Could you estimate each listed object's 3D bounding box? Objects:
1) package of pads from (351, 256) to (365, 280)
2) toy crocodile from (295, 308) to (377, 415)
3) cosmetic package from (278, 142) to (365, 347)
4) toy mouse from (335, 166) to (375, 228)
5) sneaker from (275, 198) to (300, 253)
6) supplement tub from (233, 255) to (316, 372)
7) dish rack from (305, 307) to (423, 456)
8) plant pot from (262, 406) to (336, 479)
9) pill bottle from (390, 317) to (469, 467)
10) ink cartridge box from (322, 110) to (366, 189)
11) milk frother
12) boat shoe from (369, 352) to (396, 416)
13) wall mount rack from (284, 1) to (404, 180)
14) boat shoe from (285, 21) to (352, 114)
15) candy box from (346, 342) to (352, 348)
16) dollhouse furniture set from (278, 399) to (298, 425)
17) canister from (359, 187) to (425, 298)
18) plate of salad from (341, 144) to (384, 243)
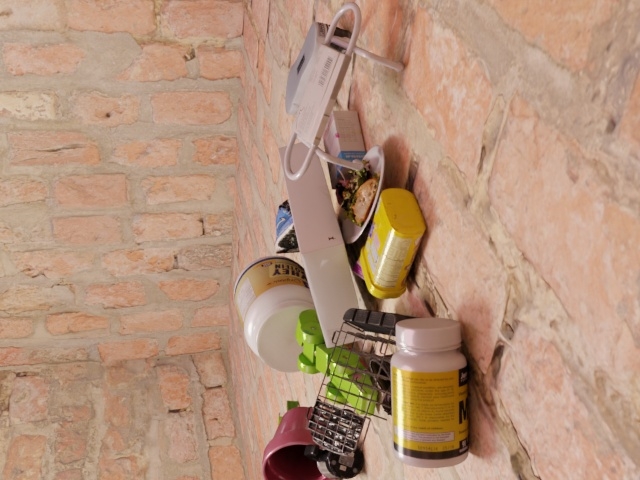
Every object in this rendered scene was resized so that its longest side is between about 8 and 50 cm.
[{"bbox_3d":[0.105,0.064,1.442,0.032,0.083,0.050,-48,-11,-32],"label":"package of pads"},{"bbox_3d":[0.033,0.274,1.687,0.340,0.105,0.115,38,132,50],"label":"toy crocodile"},{"bbox_3d":[0.000,0.000,1.616,0.377,0.097,0.284,-104,2,-50],"label":"cosmetic package"},{"bbox_3d":[0.073,-0.076,1.567,0.161,0.031,0.143,57,150,12],"label":"toy mouse"},{"bbox_3d":[-0.073,-0.054,2.031,0.330,0.130,0.147,146,118,-74],"label":"sneaker"},{"bbox_3d":[-0.105,0.196,1.994,0.316,0.228,0.228,-125,35,-64],"label":"supplement tub"},{"bbox_3d":[0.073,0.251,1.330,0.208,0.074,0.271,-4,65,64],"label":"dish rack"},{"bbox_3d":[-0.049,0.549,1.955,0.180,0.201,0.201,-87,2,-61],"label":"plant pot"},{"bbox_3d":[0.167,0.229,1.131,0.119,0.119,0.208,-165,72,-75],"label":"pill bottle"},{"bbox_3d":[0.050,-0.216,1.633,0.104,0.062,0.181,116,148,-60],"label":"ink cartridge box"},{"bbox_3d":[0.046,0.488,1.758,0.143,0.129,0.135,-52,-1,-22],"label":"milk frother"},{"bbox_3d":[0.143,0.289,1.327,0.223,0.073,0.080,-110,20,-54],"label":"boat shoe"},{"bbox_3d":[0.027,-0.287,1.456,0.350,0.130,0.304,-68,29,16],"label":"wall mount rack"},{"bbox_3d":[-0.007,-0.399,1.751,0.306,0.105,0.113,121,149,-55],"label":"boat shoe"},{"bbox_3d":[0.052,0.213,1.780,0.105,0.027,0.206,-126,35,-68],"label":"candy box"},{"bbox_3d":[-0.103,0.600,2.403,0.058,0.076,0.151,-92,8,-63],"label":"dollhouse furniture set"},{"bbox_3d":[0.130,0.005,1.335,0.170,0.073,0.126,104,161,-44],"label":"canister"},{"bbox_3d":[0.072,-0.092,1.419,0.200,0.048,0.200,-164,90,-76],"label":"plate of salad"}]
